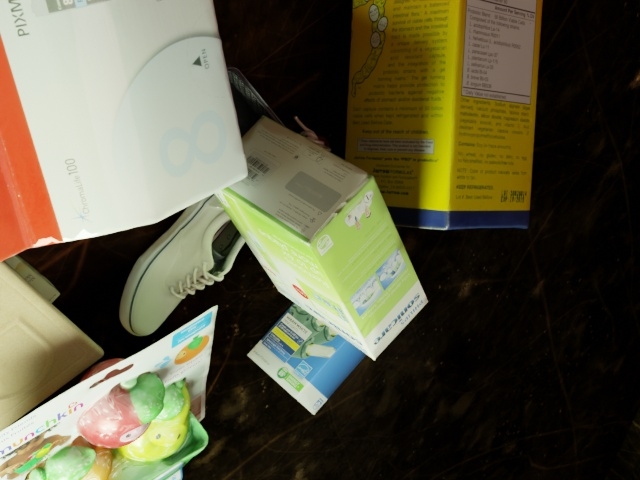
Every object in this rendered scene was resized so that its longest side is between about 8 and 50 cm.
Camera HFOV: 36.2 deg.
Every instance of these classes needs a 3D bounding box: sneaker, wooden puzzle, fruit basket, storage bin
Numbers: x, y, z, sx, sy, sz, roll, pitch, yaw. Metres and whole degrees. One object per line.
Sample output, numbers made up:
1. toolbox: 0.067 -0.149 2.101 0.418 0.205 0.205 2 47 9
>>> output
1. sneaker: -0.179 0.031 1.348 0.258 0.091 0.094 -55 141 1
2. wooden puzzle: -0.466 0.140 1.127 0.322 0.080 0.348 -36 144 -4
3. fruit basket: -0.273 0.256 1.298 0.327 0.165 0.353 -30 162 -27
4. storage bin: -0.134 -0.148 1.271 0.122 0.084 0.180 -49 140 -6

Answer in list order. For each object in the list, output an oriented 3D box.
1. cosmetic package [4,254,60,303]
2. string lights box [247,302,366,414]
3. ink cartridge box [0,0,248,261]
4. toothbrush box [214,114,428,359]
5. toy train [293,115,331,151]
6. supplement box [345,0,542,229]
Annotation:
1. cosmetic package: -0.381 0.049 1.200 0.060 0.041 0.115 -47 140 -7
2. string lights box: 0.021 0.137 1.590 0.259 0.133 0.076 -49 140 -8
3. ink cartridge box: -0.263 -0.142 1.004 0.385 0.091 0.308 -32 125 -37
4. toothbrush box: 0.000 0.000 1.282 0.122 0.206 0.283 -47 143 -13
5. toy train: -0.025 -0.077 1.430 0.143 0.105 0.248 -44 141 8
6. supplement box: 0.169 -0.197 1.362 0.194 0.195 0.356 -1 96 -45
